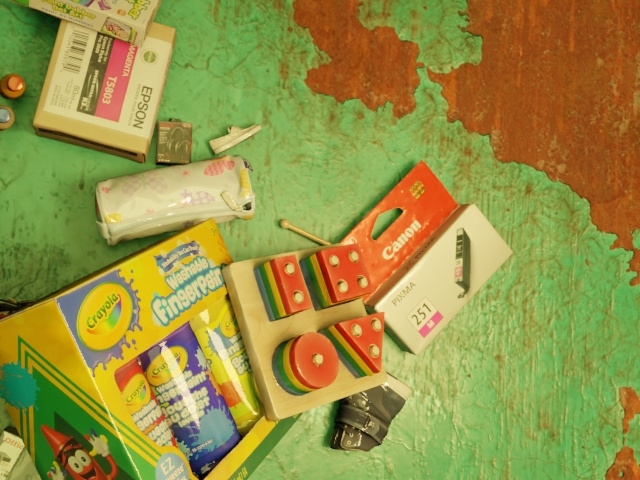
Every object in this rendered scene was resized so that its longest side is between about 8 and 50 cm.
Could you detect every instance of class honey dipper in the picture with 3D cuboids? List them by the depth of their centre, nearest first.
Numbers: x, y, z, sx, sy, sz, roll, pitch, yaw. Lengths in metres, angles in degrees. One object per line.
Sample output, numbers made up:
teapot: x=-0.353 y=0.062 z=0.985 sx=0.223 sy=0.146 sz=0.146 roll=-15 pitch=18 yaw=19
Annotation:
honey dipper: x=0.000 y=0.000 z=1.629 sx=0.160 sy=0.030 sz=0.030 roll=26 pitch=79 yaw=-10

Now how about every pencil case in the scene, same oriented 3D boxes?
pencil case: x=-0.248 y=-0.066 z=1.537 sx=0.273 sy=0.113 sz=0.124 roll=-11 pitch=51 yaw=-13

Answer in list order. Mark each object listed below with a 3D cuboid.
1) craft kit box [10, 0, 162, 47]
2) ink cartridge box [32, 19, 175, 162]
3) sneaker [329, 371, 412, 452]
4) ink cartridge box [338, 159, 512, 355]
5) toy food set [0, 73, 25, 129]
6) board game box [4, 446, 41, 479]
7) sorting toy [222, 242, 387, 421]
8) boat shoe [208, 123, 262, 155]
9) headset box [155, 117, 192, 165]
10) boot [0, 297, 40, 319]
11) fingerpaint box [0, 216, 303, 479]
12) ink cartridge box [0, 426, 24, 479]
craft kit box: x=-0.382 y=-0.468 z=1.530 sx=0.246 sy=0.061 sz=0.250 roll=19 pitch=56 yaw=-10
ink cartridge box: x=-0.369 y=-0.274 z=1.549 sx=0.193 sy=0.088 sz=0.235 roll=13 pitch=80 yaw=-10
sneaker: x=0.034 y=0.276 z=1.580 sx=0.226 sy=0.086 sz=0.163 roll=34 pitch=76 yaw=-8
ink cartridge box: x=0.182 y=0.028 z=1.635 sx=0.275 sy=0.060 sz=0.239 roll=-45 pitch=106 yaw=-13
toy food set: x=-0.588 y=-0.195 z=1.469 sx=0.232 sy=0.104 sz=0.111 roll=-21 pitch=102 yaw=-21
board game box: x=-0.365 y=0.522 z=1.451 sx=0.390 sy=0.050 sz=0.390 roll=32 pitch=78 yaw=-18
sorting toy: x=0.000 y=0.133 z=1.460 sx=0.257 sy=0.089 sz=0.255 roll=-10 pitch=78 yaw=-44
boat shoe: x=-0.154 y=-0.190 z=1.615 sx=0.100 sy=0.035 sz=0.035 roll=-29 pitch=94 yaw=-7
headset box: x=-0.259 y=-0.174 z=1.590 sx=0.062 sy=0.032 sz=0.083 roll=4 pitch=85 yaw=-12
boot: x=-0.442 y=0.149 z=1.385 sx=0.377 sy=0.284 sz=0.138 roll=-3 pitch=85 yaw=-12
fingerpaint box: x=-0.235 y=0.203 z=1.328 sx=0.163 sy=0.445 sz=0.371 roll=-22 pitch=95 yaw=24
ink cartridge box: x=-0.500 y=0.386 z=1.465 sx=0.099 sy=0.056 sz=0.135 roll=26 pitch=80 yaw=-8
